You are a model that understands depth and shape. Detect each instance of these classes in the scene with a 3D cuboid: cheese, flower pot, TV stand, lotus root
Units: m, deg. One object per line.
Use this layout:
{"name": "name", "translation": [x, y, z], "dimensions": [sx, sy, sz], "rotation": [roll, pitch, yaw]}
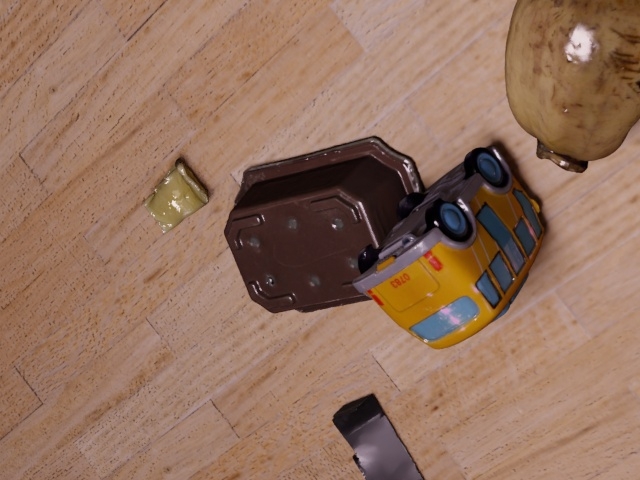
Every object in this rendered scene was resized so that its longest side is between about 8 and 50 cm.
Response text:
{"name": "cheese", "translation": [-0.163, -0.051, 2.067], "dimensions": [0.060, 0.041, 0.084], "rotation": [47, 119, -5]}
{"name": "flower pot", "translation": [0.000, 0.000, 1.953], "dimensions": [0.251, 0.084, 0.179], "rotation": [-12, 106, 37]}
{"name": "TV stand", "translation": [0.100, 0.295, 2.063], "dimensions": [0.049, 0.040, 0.256], "rotation": [-26, 97, 40]}
{"name": "lotus root", "translation": [0.248, -0.170, 1.662], "dimensions": [0.154, 0.140, 0.257], "rotation": [31, 133, 26]}

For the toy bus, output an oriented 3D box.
{"name": "toy bus", "translation": [0.138, 0.010, 1.791], "dimensions": [0.136, 0.209, 0.126], "rotation": [48, 130, -8]}
